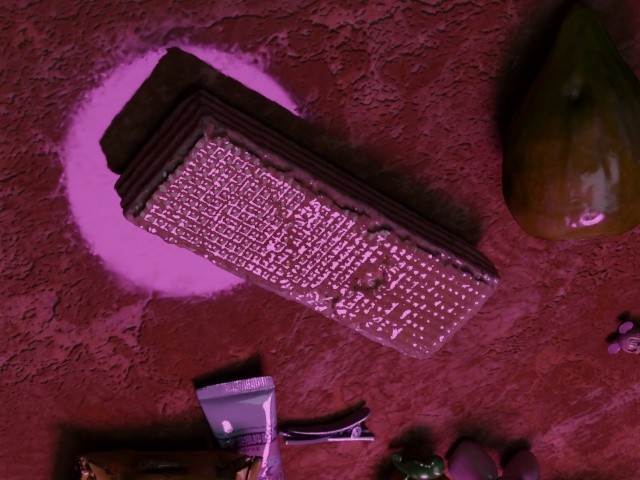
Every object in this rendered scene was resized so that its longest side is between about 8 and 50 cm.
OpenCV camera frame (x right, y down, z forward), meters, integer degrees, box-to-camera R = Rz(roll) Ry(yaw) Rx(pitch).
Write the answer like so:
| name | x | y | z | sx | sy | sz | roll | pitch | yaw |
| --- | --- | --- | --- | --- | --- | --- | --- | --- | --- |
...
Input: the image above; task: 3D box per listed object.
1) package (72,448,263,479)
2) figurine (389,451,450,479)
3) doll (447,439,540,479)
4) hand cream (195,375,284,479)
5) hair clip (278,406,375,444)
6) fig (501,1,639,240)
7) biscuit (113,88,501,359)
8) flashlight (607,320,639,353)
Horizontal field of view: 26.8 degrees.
| name | x | y | z | sx | sy | sz | roll | pitch | yaw |
| --- | --- | --- | --- | --- | --- | --- | --- | --- | --- |
| package | -0.179 | 0.295 | 1.496 | 0.226 | 0.090 | 0.168 | 5 | 128 | -14 |
| figurine | 0.104 | 0.322 | 1.653 | 0.115 | 0.094 | 0.156 | 9 | 129 | 20 |
| doll | 0.225 | 0.318 | 1.641 | 0.161 | 0.160 | 0.059 | 14 | 121 | -33 |
| hand cream | -0.072 | 0.278 | 1.562 | 0.085 | 0.058 | 0.331 | -8 | 126 | 2 |
| hair clip | 0.008 | 0.216 | 1.558 | 0.115 | 0.030 | 0.039 | -4 | 109 | -22 |
| fig | 0.267 | -0.094 | 1.326 | 0.167 | 0.167 | 0.233 | -9 | 137 | -16 |
| biscuit | 0.000 | 0.000 | 1.344 | 0.426 | 0.078 | 0.144 | 27 | 114 | -36 |
| flashlight | 0.405 | 0.124 | 1.644 | 0.110 | 0.031 | 0.052 | 4 | 125 | -26 |
